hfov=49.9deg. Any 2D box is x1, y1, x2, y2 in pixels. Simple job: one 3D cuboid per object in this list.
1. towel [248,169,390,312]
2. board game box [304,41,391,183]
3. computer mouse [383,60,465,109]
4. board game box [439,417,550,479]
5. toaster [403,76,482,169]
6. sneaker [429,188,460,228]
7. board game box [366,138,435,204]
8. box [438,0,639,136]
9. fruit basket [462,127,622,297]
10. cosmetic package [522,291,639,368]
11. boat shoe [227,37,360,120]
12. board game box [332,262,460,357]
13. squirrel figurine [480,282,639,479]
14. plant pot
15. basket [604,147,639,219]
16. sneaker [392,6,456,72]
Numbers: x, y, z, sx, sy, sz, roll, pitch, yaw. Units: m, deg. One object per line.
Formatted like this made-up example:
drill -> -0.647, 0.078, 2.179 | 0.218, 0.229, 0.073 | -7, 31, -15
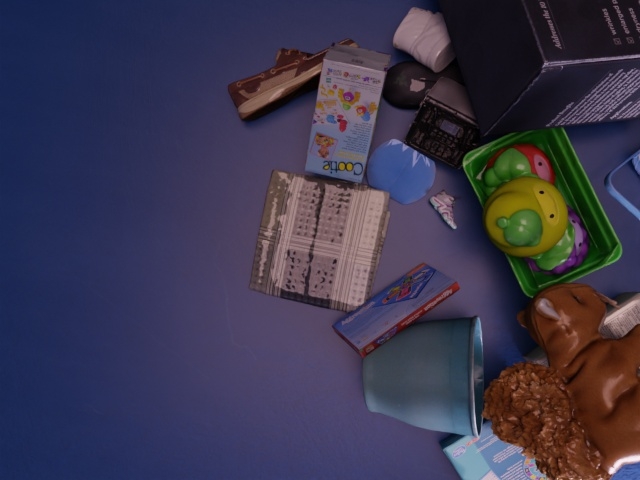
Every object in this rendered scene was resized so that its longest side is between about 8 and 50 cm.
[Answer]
towel -> 0.000, 0.000, 1.716 | 0.312, 0.056, 0.324 | 12, 90, 6
board game box -> 0.063, -0.298, 1.612 | 0.144, 0.142, 0.275 | 13, 122, 3
computer mouse -> 0.286, -0.393, 1.704 | 0.272, 0.072, 0.188 | 0, 88, 3
board game box -> 0.483, 0.567, 1.643 | 0.254, 0.079, 0.336 | -32, 86, 1
toaster -> 0.312, -0.273, 1.635 | 0.186, 0.168, 0.110 | 28, 56, 4
sneaker -> 0.323, -0.083, 1.703 | 0.069, 0.038, 0.098 | -37, 87, 1
board game box -> 0.199, -0.172, 1.713 | 0.169, 0.033, 0.133 | 30, 110, -5
box -> 0.546, -0.517, 1.485 | 0.472, 0.297, 0.479 | -8, 72, -16
fruit basket -> 0.481, -0.071, 1.534 | 0.283, 0.392, 0.392 | -25, 86, 1
cosmetic package -> 0.653, 0.260, 1.626 | 0.296, 0.129, 0.153 | -31, 85, 1
boat shoe -> -0.070, -0.424, 1.702 | 0.342, 0.123, 0.123 | -28, 87, 7
board game box -> 0.175, 0.159, 1.621 | 0.281, 0.145, 0.027 | -33, 119, -12
squirrel figurine -> 0.526, 0.291, 1.438 | 0.397, 0.281, 0.370 | -35, 79, -1
plant pot -> 0.238, 0.308, 1.591 | 0.255, 0.272, 0.271 | -2, 87, 18
basket -> 0.832, -0.138, 1.600 | 0.289, 0.201, 0.255 | -43, 87, -10
sneaker -> 0.307, -0.547, 1.691 | 0.169, 0.108, 0.292 | 37, 67, 27
